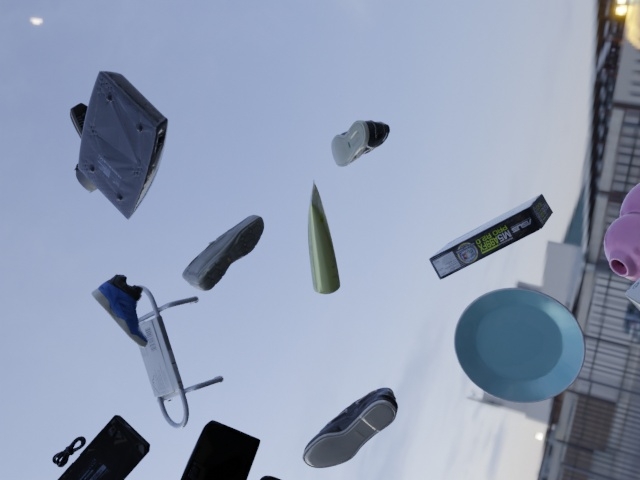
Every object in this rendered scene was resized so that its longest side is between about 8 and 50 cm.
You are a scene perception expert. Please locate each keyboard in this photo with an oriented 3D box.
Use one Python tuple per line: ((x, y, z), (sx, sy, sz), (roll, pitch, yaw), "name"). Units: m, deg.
((-0.361, 0.355, 1.190), (0.180, 0.108, 0.023), (-48, -2, -4), "keyboard")

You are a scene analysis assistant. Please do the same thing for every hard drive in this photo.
((-0.366, -0.176, 1.411), (0.054, 0.172, 0.255), (-35, -17, -43), "hard drive")

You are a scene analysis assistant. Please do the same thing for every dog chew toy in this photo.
((0.646, -0.044, 1.385), (0.332, 0.206, 0.207), (-35, -39, -19), "dog chew toy")

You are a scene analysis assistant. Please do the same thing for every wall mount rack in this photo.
((-0.374, 0.279, 1.851), (0.130, 0.304, 0.350), (-12, -100, -44), "wall mount rack")

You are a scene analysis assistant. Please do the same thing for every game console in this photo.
((-0.119, 0.541, 1.664), (0.213, 0.361, 0.044), (-69, 3, -53), "game console")

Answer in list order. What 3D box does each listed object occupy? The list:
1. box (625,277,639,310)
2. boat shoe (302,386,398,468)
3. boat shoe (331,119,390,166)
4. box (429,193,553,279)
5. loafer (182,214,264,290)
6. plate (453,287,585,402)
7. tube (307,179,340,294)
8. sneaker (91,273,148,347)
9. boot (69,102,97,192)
((0.380, 0.076, 0.688), (0.094, 0.113, 0.275), (-45, -3, 9), "box")
((0.088, 0.533, 2.162), (0.335, 0.112, 0.095), (-40, 12, 22), "boat shoe")
((0.091, -0.234, 1.852), (0.079, 0.233, 0.084), (-14, -94, -23), "boat shoe")
((0.412, -0.011, 1.827), (0.060, 0.270, 0.216), (61, -155, 2), "box")
((-0.302, 0.025, 2.385), (0.319, 0.111, 0.112), (-44, -40, -30), "loafer")
((0.291, 0.152, 1.121), (0.024, 0.188, 0.188), (-48, -35, -63), "plate")
((0.000, 0.000, 1.590), (0.062, 0.070, 0.240), (-27, -56, -29), "tube")
((-0.372, 0.135, 1.509), (0.084, 0.058, 0.152), (-42, -77, -15), "sneaker")
((-0.540, -0.203, 1.746), (0.198, 0.137, 0.077), (62, -145, -15), "boot")
